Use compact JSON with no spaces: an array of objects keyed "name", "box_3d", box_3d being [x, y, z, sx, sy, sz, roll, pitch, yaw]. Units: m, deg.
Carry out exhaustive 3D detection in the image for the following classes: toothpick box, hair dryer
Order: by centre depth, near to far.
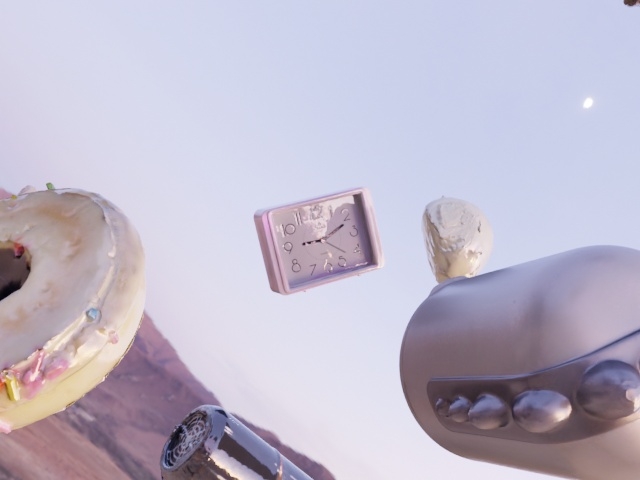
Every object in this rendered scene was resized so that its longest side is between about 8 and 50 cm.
[{"name":"toothpick box","box_3d":[0.215,0.121,0.577,0.229,0.229,0.316,44,-19,-3]},{"name":"hair dryer","box_3d":[-0.166,0.371,0.669,0.189,0.352,0.107,46,-21,-21]}]

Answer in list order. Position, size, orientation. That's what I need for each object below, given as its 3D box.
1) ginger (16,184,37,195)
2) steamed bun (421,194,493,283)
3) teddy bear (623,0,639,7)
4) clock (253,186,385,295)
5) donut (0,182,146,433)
[{"name":"ginger","box_3d":[-0.396,0.070,0.832,0.075,0.089,0.288,-158,-116,-65]},{"name":"steamed bun","box_3d":[0.198,0.002,0.875,0.113,0.090,0.130,83,-4,-51]},{"name":"teddy bear","box_3d":[0.323,-0.250,0.572,0.078,0.119,0.160,79,-5,-45]},{"name":"clock","box_3d":[0.000,0.000,1.031,0.063,0.197,0.150,-174,-109,-72]},{"name":"donut","box_3d":[-0.181,0.039,0.361,0.174,0.174,0.068,28,-31,34]}]
